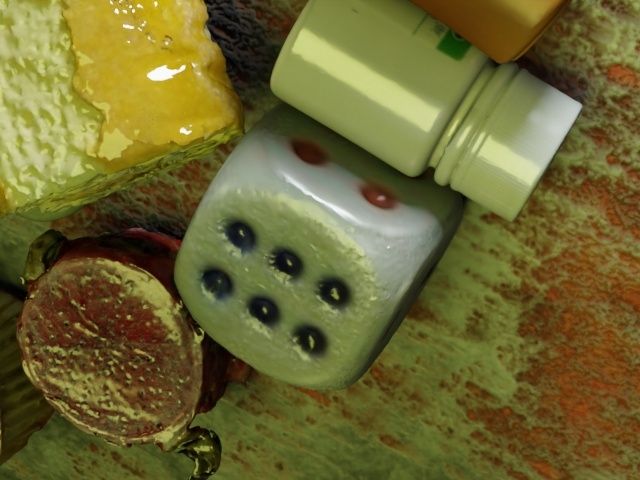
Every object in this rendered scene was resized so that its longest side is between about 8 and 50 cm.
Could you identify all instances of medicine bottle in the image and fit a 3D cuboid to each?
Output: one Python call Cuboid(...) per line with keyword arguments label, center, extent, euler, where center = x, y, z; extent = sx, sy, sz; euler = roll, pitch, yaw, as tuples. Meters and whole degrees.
Cuboid(label="medicine bottle", center=(0.089, -0.123, 1.473), extent=(0.237, 0.139, 0.139), euler=(30, 124, 5))

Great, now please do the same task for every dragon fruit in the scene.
Cuboid(label="dragon fruit", center=(-0.177, 0.094, 1.724), extent=(0.211, 0.147, 0.282), euler=(-33, 102, 25))

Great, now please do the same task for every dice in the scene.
Cuboid(label="dice", center=(0.000, 0.000, 1.547), extent=(0.193, 0.192, 0.194), euler=(33, 123, 5))

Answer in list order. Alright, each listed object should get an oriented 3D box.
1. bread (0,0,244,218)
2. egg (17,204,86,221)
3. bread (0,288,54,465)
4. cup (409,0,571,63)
Cuboid(label="bread", center=(-0.223, -0.226, 1.515), extent=(0.236, 0.165, 0.375), euler=(-23, 87, 21))
Cuboid(label="egg", center=(-0.250, -0.087, 1.667), extent=(0.114, 0.114, 0.152), euler=(34, 119, 6))
Cuboid(label="bread", center=(-0.408, 0.138, 1.842), extent=(0.288, 0.156, 0.204), euler=(10, 109, 22))
Cuboid(label="cup", center=(0.099, -0.283, 1.370), extent=(0.264, 0.182, 0.226), euler=(38, 109, -5))
